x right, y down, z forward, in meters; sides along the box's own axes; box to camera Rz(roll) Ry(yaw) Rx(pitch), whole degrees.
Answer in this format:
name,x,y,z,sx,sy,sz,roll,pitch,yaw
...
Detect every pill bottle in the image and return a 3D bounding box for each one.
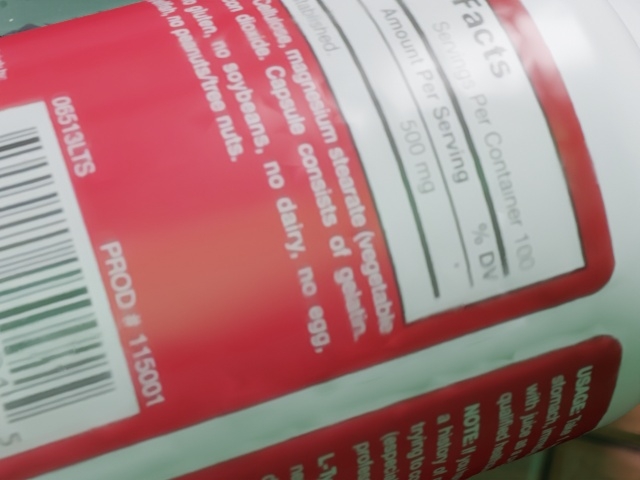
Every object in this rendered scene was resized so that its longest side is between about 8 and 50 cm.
name,x,y,z,sx,sy,sz,roll,pitch,yaw
pill bottle,0.000,0.000,0.518,0.407,0.229,0.229,-17,90,-13

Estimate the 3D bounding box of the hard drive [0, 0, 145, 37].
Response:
name,x,y,z,sx,sy,sz,roll,pitch,yaw
hard drive,-0.074,-0.203,0.603,0.254,0.054,0.172,-20,91,-12
